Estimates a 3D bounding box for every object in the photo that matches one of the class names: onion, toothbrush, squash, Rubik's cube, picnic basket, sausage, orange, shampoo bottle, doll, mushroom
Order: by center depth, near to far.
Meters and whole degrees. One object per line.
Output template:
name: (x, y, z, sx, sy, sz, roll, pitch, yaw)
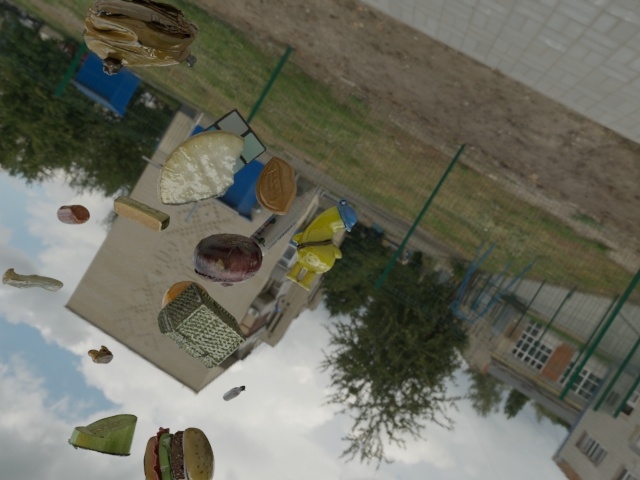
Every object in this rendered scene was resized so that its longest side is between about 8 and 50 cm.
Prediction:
picnic basket: (-0.338, 0.248, 1.495, 0.196, 0.154, 0.134, 51, 176, -35)
Rubik's cube: (-0.305, -0.299, 1.736, 0.167, 0.180, 0.183, 52, 169, -10)
squash: (-0.762, 0.679, 1.865, 0.220, 0.133, 0.220, 10, 168, 2)
onion: (-0.333, 0.070, 1.895, 0.247, 0.190, 0.246, 2, -167, 0)
mushroom: (-1.037, 0.147, 1.919, 0.202, 0.059, 0.054, 16, -144, -40)
doll: (0.000, 0.000, 1.956, 0.200, 0.362, 0.145, 30, 177, 12)
sausage: (-0.924, -0.096, 1.982, 0.198, 0.076, 0.076, 1, 160, 44)
shampoo bottle: (-0.149, -0.076, 2.065, 0.092, 0.303, 0.092, 41, 166, 12)
toothbrush: (-0.334, 0.594, 2.074, 0.041, 0.040, 0.364, 31, 152, -6)
orange: (-0.613, 0.289, 2.437, 0.219, 0.219, 0.193, 32, 150, 7)

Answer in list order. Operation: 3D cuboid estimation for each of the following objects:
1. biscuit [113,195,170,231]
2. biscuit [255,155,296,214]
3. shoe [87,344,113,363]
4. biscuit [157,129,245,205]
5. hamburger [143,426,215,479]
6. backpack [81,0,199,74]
biscuit: (-0.547, -0.085, 1.626, 0.188, 0.052, 0.056, 24, -147, 16)
biscuit: (-0.141, -0.172, 1.672, 0.029, 0.142, 0.220, 38, -141, -53)
shoe: (-0.879, 0.457, 2.132, 0.069, 0.072, 0.109, 32, -163, 13)
biscuit: (-0.296, -0.174, 1.345, 0.188, 0.265, 0.040, 48, 180, -41)
hamburger: (-0.311, 0.505, 1.205, 0.137, 0.175, 0.175, -12, -177, 0)
backpack: (-0.619, -0.718, 1.848, 0.379, 0.201, 0.353, 16, -141, -6)
